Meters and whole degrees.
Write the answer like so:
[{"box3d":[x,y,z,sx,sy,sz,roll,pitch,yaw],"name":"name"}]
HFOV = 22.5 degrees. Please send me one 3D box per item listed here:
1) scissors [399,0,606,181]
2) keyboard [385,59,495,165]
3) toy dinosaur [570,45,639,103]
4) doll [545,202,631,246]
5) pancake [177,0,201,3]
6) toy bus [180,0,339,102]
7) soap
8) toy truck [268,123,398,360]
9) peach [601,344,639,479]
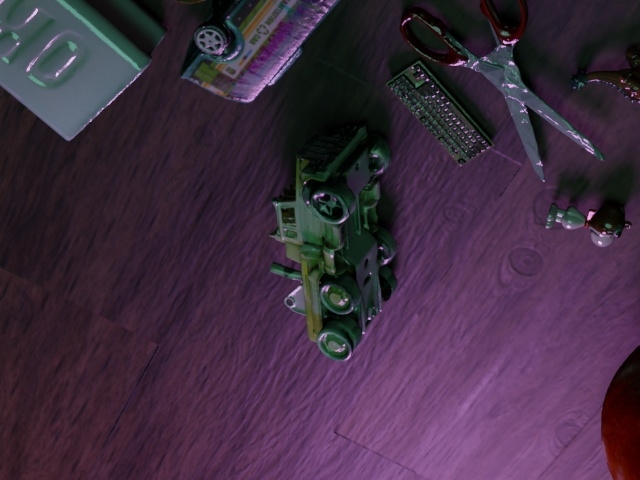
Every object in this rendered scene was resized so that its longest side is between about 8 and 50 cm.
[{"box3d":[0.198,-0.161,1.667,0.144,0.017,0.247,-19,121,39],"name":"scissors"},{"box3d":[0.128,-0.135,1.719,0.049,0.015,0.129,-30,114,33],"name":"keyboard"},{"box3d":[0.325,-0.161,1.619,0.154,0.049,0.055,5,145,27],"name":"toy dinosaur"},{"box3d":[0.290,-0.023,1.748,0.085,0.040,0.058,26,140,-5],"name":"doll"},{"box3d":[-0.141,-0.315,1.610,0.158,0.028,0.158,15,115,35],"name":"pancake"},{"box3d":[-0.044,-0.248,1.637,0.109,0.091,0.262,30,132,-17],"name":"toy bus"},{"box3d":[-0.316,-0.249,1.715,0.265,0.087,0.160,41,128,-17],"name":"soap"},{"box3d":[0.002,-0.002,1.798,0.135,0.128,0.259,17,132,21],"name":"toy truck"},{"box3d":[0.425,0.204,1.756,0.245,0.249,0.274,23,134,35],"name":"peach"}]
